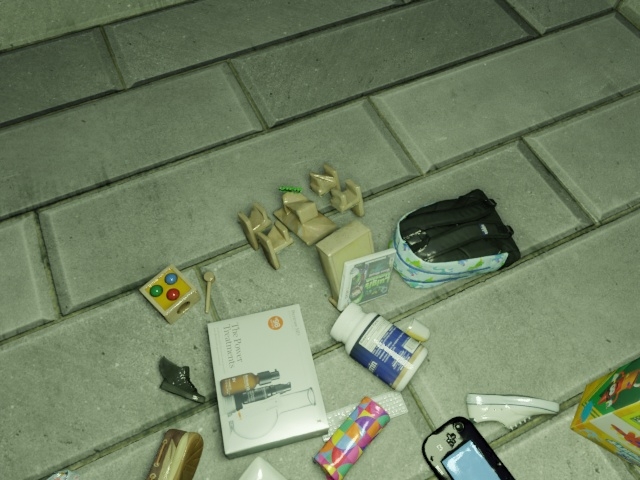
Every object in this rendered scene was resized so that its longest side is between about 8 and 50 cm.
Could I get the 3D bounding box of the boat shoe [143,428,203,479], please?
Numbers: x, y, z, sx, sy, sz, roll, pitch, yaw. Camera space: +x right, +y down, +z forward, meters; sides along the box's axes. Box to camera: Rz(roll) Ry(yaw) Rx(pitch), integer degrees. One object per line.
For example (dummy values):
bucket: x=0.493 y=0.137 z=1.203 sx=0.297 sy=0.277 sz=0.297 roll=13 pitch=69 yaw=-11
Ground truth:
boat shoe: x=-0.424 y=0.656 z=1.309 sx=0.123 sy=0.123 sz=0.342 roll=8 pitch=60 yaw=19

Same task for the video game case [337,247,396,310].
video game case: x=0.143 y=0.119 z=1.559 sx=0.190 sy=0.173 sz=0.022 roll=-15 pitch=38 yaw=-31

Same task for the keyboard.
keyboard: x=0.120 y=0.499 z=1.458 sx=0.255 sy=0.014 sz=0.072 roll=-16 pitch=62 yaw=-10

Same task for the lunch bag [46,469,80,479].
lunch bag: x=-0.681 y=0.638 z=1.332 sx=0.083 sy=0.071 sz=0.053 roll=-39 pitch=64 yaw=-18

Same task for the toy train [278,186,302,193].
toy train: x=-0.098 y=-0.168 z=1.670 sx=0.083 sy=0.017 sz=0.024 roll=8 pitch=37 yaw=24

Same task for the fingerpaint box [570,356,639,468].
fingerpaint box: x=0.937 y=0.495 z=1.271 sx=0.444 sy=0.371 sz=0.163 roll=29 pitch=64 yaw=15

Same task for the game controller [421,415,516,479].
game controller: x=0.416 y=0.639 z=1.354 sx=0.166 sy=0.067 sz=0.319 roll=-29 pitch=64 yaw=-17

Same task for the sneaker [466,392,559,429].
sneaker: x=0.542 y=0.486 z=1.442 sx=0.258 sy=0.094 sz=0.091 roll=2 pitch=78 yaw=5

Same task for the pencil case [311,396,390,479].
pencil case: x=0.085 y=0.539 z=1.378 sx=0.104 sy=0.104 sz=0.236 roll=40 pitch=72 yaw=19

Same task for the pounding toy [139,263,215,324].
pounding toy: x=-0.422 y=0.157 z=1.597 sx=0.181 sy=0.094 sz=0.206 roll=40 pitch=67 yaw=19

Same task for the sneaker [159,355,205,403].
sneaker: x=-0.399 y=0.405 z=1.480 sx=0.170 sy=0.051 sz=0.089 roll=16 pitch=66 yaw=12

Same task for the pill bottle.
pill bottle: x=0.168 y=0.305 z=1.490 sx=0.264 sy=0.153 sz=0.153 roll=35 pitch=65 yaw=18

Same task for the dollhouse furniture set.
dollhouse furniture set: x=0.000 y=0.000 z=1.666 sx=0.362 sy=0.257 sz=0.394 roll=-32 pitch=45 yaw=-18

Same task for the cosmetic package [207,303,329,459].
cosmetic package: x=-0.156 y=0.394 z=1.464 sx=0.284 sy=0.097 sz=0.377 roll=-11 pitch=59 yaw=-10

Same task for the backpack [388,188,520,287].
backpack: x=0.395 y=0.009 z=1.628 sx=0.355 sy=0.273 sz=0.290 roll=-9 pitch=61 yaw=-31

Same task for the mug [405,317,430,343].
mug: x=0.299 y=0.286 z=1.567 sx=0.064 sy=0.078 sz=0.062 roll=27 pitch=30 yaw=4

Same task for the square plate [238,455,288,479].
square plate: x=-0.128 y=0.753 z=1.185 sx=0.347 sy=0.049 sz=0.344 roll=44 pitch=71 yaw=-10
